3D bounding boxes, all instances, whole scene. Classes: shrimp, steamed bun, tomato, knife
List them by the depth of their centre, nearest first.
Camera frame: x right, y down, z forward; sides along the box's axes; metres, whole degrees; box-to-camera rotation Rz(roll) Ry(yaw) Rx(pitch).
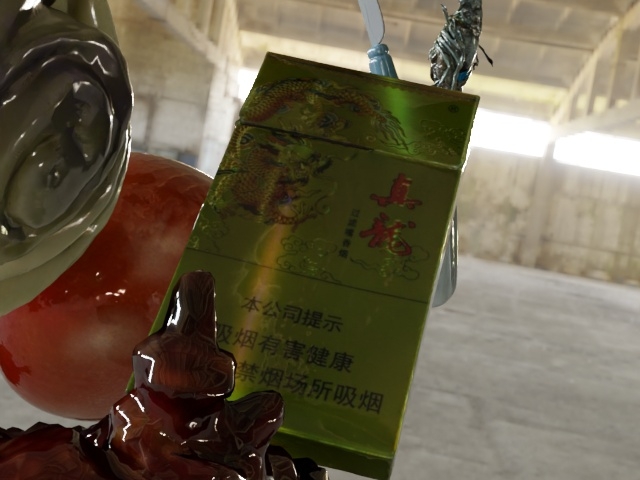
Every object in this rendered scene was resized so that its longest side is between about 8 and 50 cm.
[{"bbox_3d":[-0.248,-0.094,0.724,0.237,0.346,0.394,8,-3,22],"label":"steamed bun"},{"bbox_3d":[0.149,-0.219,1.118,0.076,0.174,0.082,0,13,8],"label":"shrimp"},{"bbox_3d":[-0.207,0.057,1.169,0.321,0.321,0.321,10,3,0],"label":"tomato"},{"bbox_3d":[0.063,-0.243,1.180,0.032,0.244,0.058,-18,10,-13],"label":"knife"}]

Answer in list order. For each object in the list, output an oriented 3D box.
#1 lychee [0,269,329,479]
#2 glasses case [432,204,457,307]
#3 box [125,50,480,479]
[{"bbox_3d":[-0.095,0.260,0.464,0.425,0.500,0.424,7,13,-2],"label":"lychee"},{"bbox_3d":[0.108,-0.015,1.080,0.067,0.178,0.045,7,22,26],"label":"glasses case"},{"bbox_3d":[0.000,0.000,0.717,0.173,0.311,0.043,13,-35,8],"label":"box"}]
